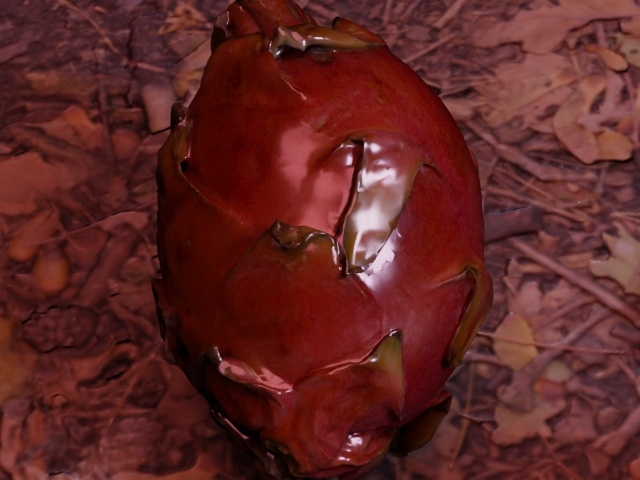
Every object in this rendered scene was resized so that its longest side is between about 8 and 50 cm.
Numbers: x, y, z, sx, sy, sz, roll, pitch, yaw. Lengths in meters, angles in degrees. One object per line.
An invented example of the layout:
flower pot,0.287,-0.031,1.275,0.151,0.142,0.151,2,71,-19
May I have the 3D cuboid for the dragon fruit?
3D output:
dragon fruit,-0.001,-0.003,1.031,0.250,0.250,0.315,-15,48,-6
